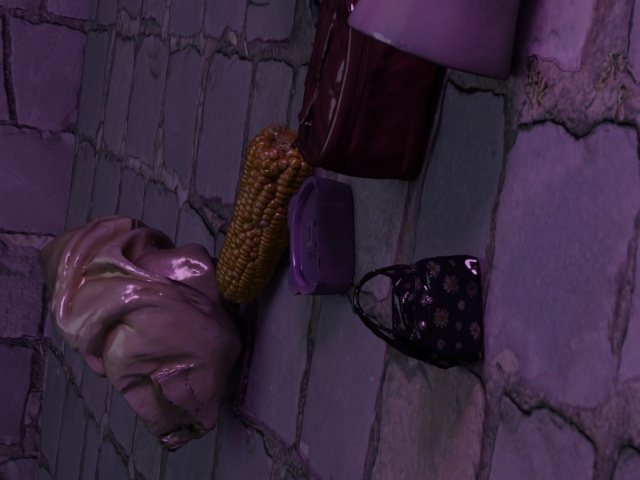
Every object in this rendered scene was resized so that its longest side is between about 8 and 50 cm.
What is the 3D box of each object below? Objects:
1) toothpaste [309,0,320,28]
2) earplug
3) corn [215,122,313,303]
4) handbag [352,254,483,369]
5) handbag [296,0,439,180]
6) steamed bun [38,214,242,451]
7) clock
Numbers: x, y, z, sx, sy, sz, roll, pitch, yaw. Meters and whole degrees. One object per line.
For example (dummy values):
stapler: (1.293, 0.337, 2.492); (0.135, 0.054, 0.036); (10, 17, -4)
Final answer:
toothpaste: (-0.007, -0.321, 1.878); (0.083, 0.015, 0.024); (-104, 27, -50)
earplug: (0.153, -0.325, 1.309); (0.172, 0.172, 0.301); (50, 125, 60)
corn: (-0.085, -0.028, 1.893); (0.101, 0.101, 0.292); (-110, 34, -47)
handbag: (0.095, 0.068, 1.372); (0.072, 0.139, 0.115); (-22, 64, 57)
handbag: (0.051, -0.183, 1.543); (0.146, 0.135, 0.225); (-122, 41, -63)
steamed bun: (-0.237, 0.106, 2.053); (0.394, 0.237, 0.346); (53, -174, 13)
clock: (0.000, 0.000, 1.739); (0.110, 0.050, 0.153); (149, 124, -63)
